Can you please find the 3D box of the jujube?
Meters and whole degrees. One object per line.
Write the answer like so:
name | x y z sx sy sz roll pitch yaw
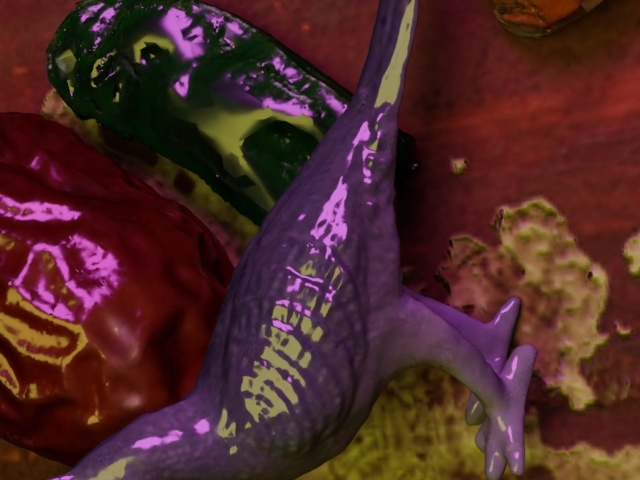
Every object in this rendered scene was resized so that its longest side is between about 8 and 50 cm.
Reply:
jujube | -0.153 0.028 0.855 0.250 0.174 0.174 36 112 14

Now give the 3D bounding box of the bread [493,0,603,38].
bread | 0.108 -0.166 0.760 0.126 0.044 0.129 -35 83 29

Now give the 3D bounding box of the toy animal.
toy animal | 0.019 0.032 0.764 0.206 0.081 0.367 33 87 -17

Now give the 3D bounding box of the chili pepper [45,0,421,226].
chili pepper | -0.050 -0.067 0.849 0.224 0.061 0.098 29 102 25
